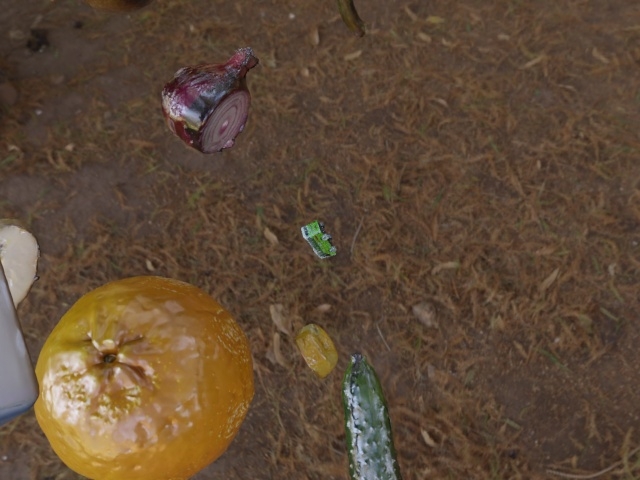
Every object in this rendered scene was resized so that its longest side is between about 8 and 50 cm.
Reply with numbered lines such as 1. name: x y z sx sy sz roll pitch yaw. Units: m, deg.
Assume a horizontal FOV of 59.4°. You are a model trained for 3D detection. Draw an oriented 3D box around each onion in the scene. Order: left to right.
1. onion: -0.204 -0.282 1.071 0.140 0.195 0.218 37 107 15

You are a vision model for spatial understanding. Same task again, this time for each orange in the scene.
1. orange: -0.279 0.220 0.899 0.341 0.293 0.340 -1 70 2

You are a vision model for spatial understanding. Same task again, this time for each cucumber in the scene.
1. cucumber: 0.063 0.254 0.710 0.069 0.069 0.227 -9 87 4

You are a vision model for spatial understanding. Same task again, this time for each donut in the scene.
1. donut: -0.005 0.193 0.992 0.043 0.108 0.097 -34 96 9

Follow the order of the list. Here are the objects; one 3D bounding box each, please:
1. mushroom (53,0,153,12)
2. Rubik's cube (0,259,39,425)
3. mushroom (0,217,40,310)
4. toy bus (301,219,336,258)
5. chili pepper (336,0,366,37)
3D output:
1. mushroom: -0.366 -0.582 1.049 0.345 0.239 0.345 -12 70 37
2. Rubik's cube: -0.448 0.033 0.352 0.344 0.347 0.346 -31 75 39
3. mushroom: -0.631 0.069 1.018 0.285 0.156 0.151 -51 43 -5
4. toy bus: 0.000 0.000 0.954 0.037 0.083 0.031 -24 55 7
5. chili pepper: 0.003 -0.345 0.450 0.135 0.338 0.131 -8 18 -19
